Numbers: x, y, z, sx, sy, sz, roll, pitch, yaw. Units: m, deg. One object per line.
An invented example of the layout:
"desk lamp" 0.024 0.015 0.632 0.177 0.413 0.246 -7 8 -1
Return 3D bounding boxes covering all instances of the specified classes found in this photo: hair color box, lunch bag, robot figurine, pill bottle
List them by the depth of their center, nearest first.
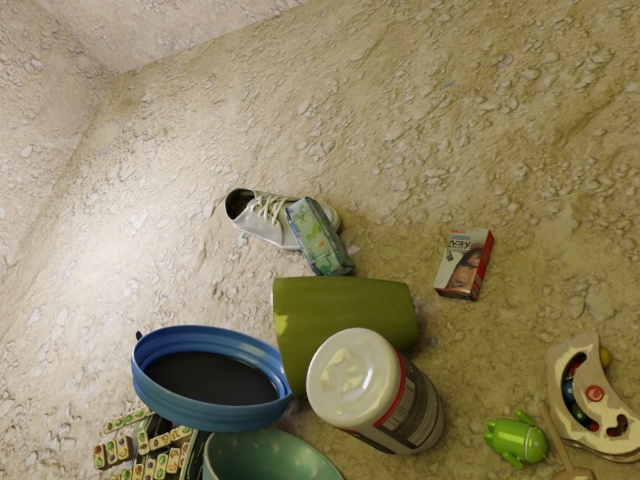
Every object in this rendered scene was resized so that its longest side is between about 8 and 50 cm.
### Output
"robot figurine" 0.362 0.367 0.952 0.115 0.067 0.101 4 42 38
"pill bottle" 0.124 0.305 0.989 0.176 0.318 0.176 -18 50 24
"hair color box" 0.335 0.052 1.207 0.093 0.053 0.167 6 65 37
"lunch bag" 0.000 0.000 1.368 0.090 0.176 0.219 -31 77 13

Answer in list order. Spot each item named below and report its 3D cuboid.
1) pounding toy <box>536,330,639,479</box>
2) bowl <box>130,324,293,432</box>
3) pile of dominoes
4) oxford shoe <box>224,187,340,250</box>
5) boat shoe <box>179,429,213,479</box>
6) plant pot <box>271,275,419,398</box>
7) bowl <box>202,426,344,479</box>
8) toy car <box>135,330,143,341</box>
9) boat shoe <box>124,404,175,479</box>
"pounding toy" 0.465 0.281 0.877 0.154 0.155 0.270 -14 52 33
"bowl" -0.250 0.317 1.228 0.391 0.391 0.077 27 106 44
"pile of dominoes" -0.444 0.512 1.305 0.251 0.040 0.196 -23 58 -1
"oxford shoe" -0.138 -0.077 1.588 0.449 0.130 0.169 13 65 38
"boat shoe" -0.258 0.509 1.268 0.112 0.127 0.340 9 55 3
"plant pot" 0.065 0.190 1.175 0.293 0.275 0.275 -12 51 4
"bowl" -0.115 0.529 1.049 0.311 0.311 0.163 29 98 44
"toy car" -0.451 0.324 1.481 0.149 0.188 0.155 -37 45 8
"boat shoe" -0.434 0.573 1.363 0.119 0.121 0.335 2 62 16
